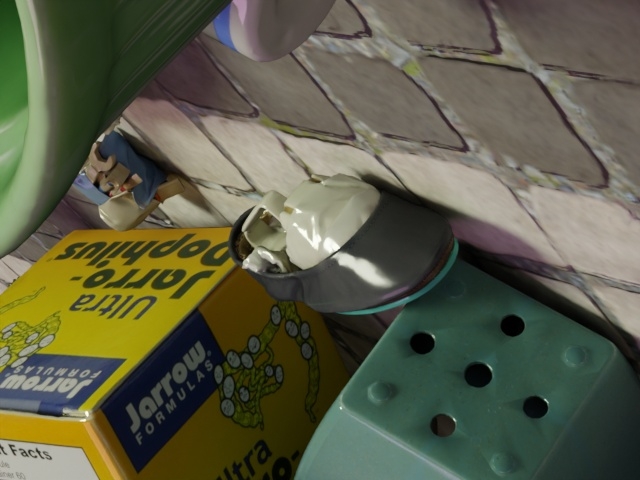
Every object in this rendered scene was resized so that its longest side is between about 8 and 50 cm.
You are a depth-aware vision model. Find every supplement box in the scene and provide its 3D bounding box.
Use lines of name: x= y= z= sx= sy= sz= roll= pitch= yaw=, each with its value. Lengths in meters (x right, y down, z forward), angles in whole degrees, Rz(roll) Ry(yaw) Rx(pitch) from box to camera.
supplement box: x=-0.080 y=0.188 z=1.155 sx=0.194 sy=0.195 sz=0.356 roll=-1 pitch=124 yaw=40

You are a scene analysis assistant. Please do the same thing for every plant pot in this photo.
plant pot: x=0.085 y=0.123 z=0.977 sx=0.165 sy=0.165 sz=0.234 roll=29 pitch=155 yaw=19

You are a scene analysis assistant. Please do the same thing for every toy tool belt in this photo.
toy tool belt: x=-0.129 y=-0.047 z=1.115 sx=0.083 sy=0.052 sz=0.051 roll=39 pitch=132 yaw=-23

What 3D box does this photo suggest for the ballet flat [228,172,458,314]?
ballet flat: x=0.000 y=0.000 z=0.944 sx=0.074 sy=0.074 sz=0.203 roll=40 pitch=165 yaw=-16

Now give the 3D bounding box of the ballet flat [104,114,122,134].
ballet flat: x=-0.192 y=-0.122 z=0.865 sx=0.147 sy=0.147 sz=0.409 roll=31 pitch=164 yaw=12

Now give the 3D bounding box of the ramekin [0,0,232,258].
ramekin: x=-0.145 y=-0.152 z=0.531 sx=0.303 sy=0.148 sz=0.303 roll=28 pitch=144 yaw=23

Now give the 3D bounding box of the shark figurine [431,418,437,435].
shark figurine: x=0.178 y=0.222 z=1.173 sx=0.278 sy=0.116 sz=0.166 roll=16 pitch=122 yaw=30

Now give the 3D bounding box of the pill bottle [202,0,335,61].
pill bottle: x=-0.060 y=-0.130 z=0.675 sx=0.137 sy=0.078 sz=0.078 roll=30 pitch=163 yaw=19

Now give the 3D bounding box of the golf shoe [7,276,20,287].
golf shoe: x=-0.172 y=0.113 z=1.581 sx=0.120 sy=0.105 sz=0.273 roll=-2 pitch=149 yaw=39
